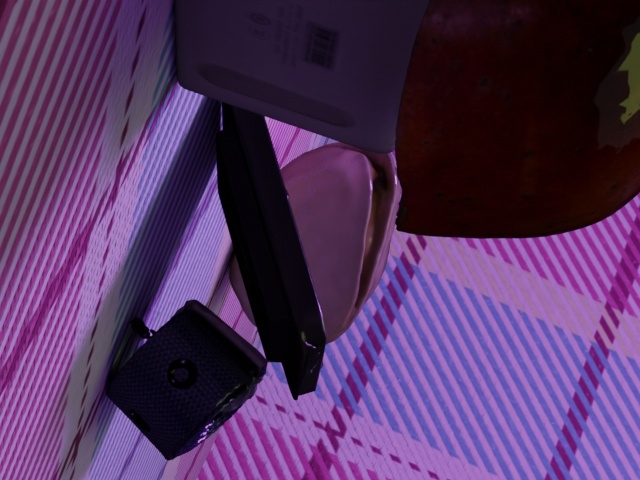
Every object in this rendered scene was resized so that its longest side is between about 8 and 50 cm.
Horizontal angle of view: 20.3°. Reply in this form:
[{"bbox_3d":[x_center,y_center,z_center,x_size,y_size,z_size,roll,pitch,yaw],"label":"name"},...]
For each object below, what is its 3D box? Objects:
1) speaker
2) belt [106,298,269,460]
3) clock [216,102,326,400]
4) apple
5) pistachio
[{"bbox_3d":[0.011,-0.213,1.274,0.406,0.184,0.183,102,11,-71],"label":"speaker"},{"bbox_3d":[-0.141,0.135,1.803,0.139,0.126,0.230,-42,174,-8],"label":"belt"},{"bbox_3d":[-0.055,0.003,1.713,0.273,0.049,0.279,99,-25,-73],"label":"clock"},{"bbox_3d":[0.144,-0.159,1.181,0.329,0.295,0.365,-27,164,-13],"label":"apple"},{"bbox_3d":[0.000,0.000,2.372,0.332,0.208,0.226,-60,-135,30],"label":"pistachio"}]
